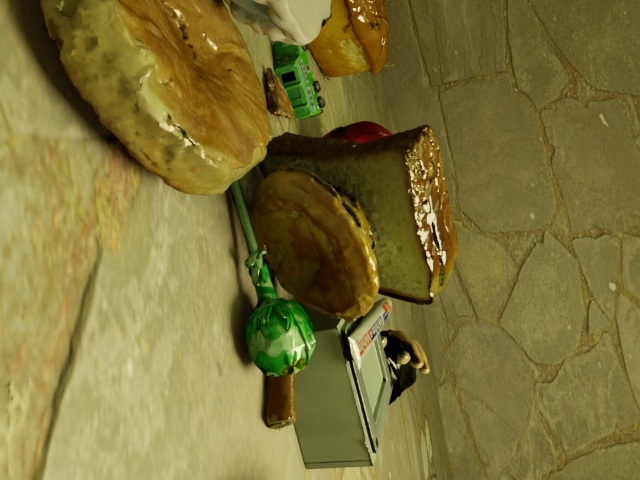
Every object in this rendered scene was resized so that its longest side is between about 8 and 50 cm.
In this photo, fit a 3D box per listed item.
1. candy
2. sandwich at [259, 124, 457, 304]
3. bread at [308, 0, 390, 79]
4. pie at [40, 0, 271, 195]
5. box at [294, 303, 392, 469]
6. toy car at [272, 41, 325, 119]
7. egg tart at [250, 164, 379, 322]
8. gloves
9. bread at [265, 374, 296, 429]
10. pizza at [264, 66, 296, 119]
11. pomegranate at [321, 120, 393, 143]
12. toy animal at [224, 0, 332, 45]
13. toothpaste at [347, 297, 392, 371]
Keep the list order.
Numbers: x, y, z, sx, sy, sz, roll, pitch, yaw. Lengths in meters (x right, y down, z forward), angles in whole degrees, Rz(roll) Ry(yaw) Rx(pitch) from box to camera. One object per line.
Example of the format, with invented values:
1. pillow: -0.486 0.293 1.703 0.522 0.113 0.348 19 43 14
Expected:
1. candy: -0.088 0.021 0.624 0.097 0.097 0.323 4 67 -73
2. sandwich: 0.061 -0.040 0.739 0.099 0.301 0.271 -44 127 -35
3. bread: 0.063 -0.643 1.261 0.398 0.216 0.397 -11 90 -72
4. pie: -0.150 -0.202 0.502 0.339 0.083 0.339 -14 90 -75
5. box: 0.034 0.214 0.793 0.225 0.118 0.224 -41 118 -71
6. toy car: -0.049 -0.327 0.947 0.062 0.071 0.165 -47 126 -52
7. egg tart: 0.000 0.000 0.659 0.106 0.241 0.240 -36 119 -34
8. gloves: 0.134 0.273 1.017 0.152 0.197 0.301 45 -20 18
9. bread: -0.053 0.212 0.642 0.036 0.047 0.083 23 50 -33
10. pizza: -0.084 -0.274 0.878 0.100 0.029 0.099 -43 113 -73
11. pomegranate: 0.078 -0.155 1.035 0.235 0.210 0.210 173 -94 -75
12. toy animal: -0.063 -0.333 0.505 0.204 0.156 0.208 11 93 -74
13. toothpaste: 0.081 0.138 0.749 0.218 0.033 0.052 -31 104 -66
